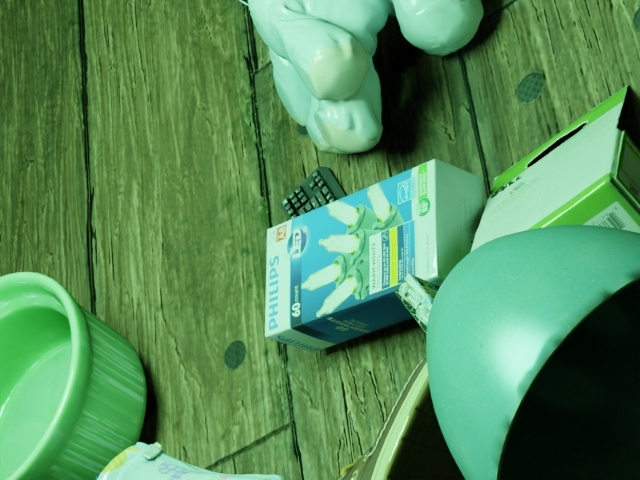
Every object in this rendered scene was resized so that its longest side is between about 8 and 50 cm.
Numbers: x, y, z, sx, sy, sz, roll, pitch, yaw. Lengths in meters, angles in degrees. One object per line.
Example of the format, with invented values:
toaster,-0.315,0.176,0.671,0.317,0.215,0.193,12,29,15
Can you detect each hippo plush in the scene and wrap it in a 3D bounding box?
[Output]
hippo plush,0.054,-0.252,2.082,0.237,0.234,0.294,-30,59,-9

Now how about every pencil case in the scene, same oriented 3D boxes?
pencil case,-0.132,0.300,1.993,0.273,0.113,0.124,7,67,47

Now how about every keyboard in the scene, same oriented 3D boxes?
keyboard,0.000,0.000,2.093,0.108,0.023,0.180,-48,42,16

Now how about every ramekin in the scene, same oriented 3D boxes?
ramekin,-0.352,0.204,2.180,0.303,0.148,0.303,-22,52,31

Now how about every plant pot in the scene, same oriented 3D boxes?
plant pot,0.206,0.099,1.607,0.195,0.290,0.290,39,98,42

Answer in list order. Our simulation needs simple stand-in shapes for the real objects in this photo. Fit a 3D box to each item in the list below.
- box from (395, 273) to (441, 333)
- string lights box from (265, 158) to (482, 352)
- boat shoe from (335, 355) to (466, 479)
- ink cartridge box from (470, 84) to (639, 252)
box,0.147,0.087,1.807,0.027,0.137,0.094,-54,40,15
string lights box,0.055,0.021,1.940,0.260,0.077,0.133,-22,58,42
boat shoe,0.056,0.261,1.823,0.123,0.123,0.342,19,89,48
ink cartridge box,0.254,-0.029,1.809,0.189,0.097,0.255,-37,12,26
